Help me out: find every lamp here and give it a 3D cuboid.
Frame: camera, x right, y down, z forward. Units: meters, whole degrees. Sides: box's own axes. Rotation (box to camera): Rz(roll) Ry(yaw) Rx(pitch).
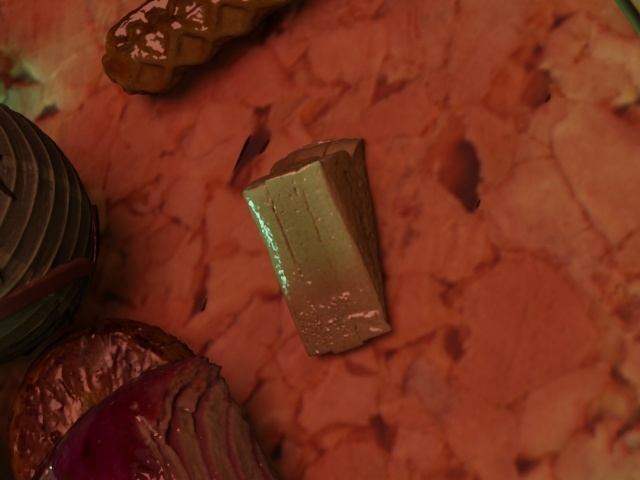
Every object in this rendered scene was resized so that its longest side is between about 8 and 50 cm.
[{"bbox_3d":[-0.298,-0.003,1.393,0.265,0.233,0.233,-14,67,22],"label":"lamp"}]

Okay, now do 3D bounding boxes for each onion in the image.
[{"bbox_3d":[-0.136,0.239,1.265,0.247,0.111,0.250,-35,79,14],"label":"onion"}]

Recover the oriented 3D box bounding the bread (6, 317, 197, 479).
[{"bbox_3d":[-0.163,0.149,1.374,0.193,0.064,0.193,-6,76,24],"label":"bread"}]

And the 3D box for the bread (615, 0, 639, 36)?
[{"bbox_3d":[0.257,-0.176,1.272,0.073,0.053,0.214,-36,57,7],"label":"bread"}]

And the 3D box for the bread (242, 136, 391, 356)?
[{"bbox_3d":[0.009,0.002,1.357,0.077,0.105,0.152,-18,97,21],"label":"bread"}]

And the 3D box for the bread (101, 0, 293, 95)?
[{"bbox_3d":[-0.029,-0.237,1.428,0.367,0.077,0.084,-35,62,14],"label":"bread"}]
